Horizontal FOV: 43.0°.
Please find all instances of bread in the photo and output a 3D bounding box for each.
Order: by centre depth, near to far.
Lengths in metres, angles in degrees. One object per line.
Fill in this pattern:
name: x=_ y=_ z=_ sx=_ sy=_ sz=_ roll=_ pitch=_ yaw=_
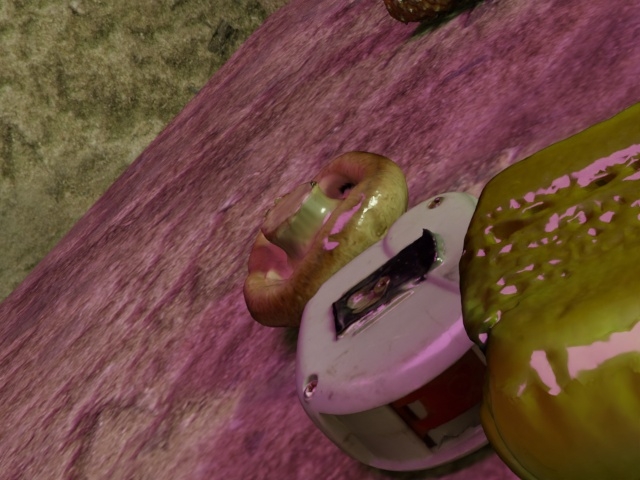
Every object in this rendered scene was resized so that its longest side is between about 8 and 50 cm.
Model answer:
bread: x=0.259 y=0.016 z=0.427 sx=0.377 sy=0.208 sz=0.251 roll=-24 pitch=28 yaw=25

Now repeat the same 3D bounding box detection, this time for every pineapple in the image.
pineapple: x=0.267 y=-0.543 z=1.678 sx=0.279 sy=0.157 sz=0.157 roll=-5 pitch=38 yaw=35

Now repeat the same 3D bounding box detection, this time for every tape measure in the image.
tape measure: x=0.098 y=0.076 z=0.729 sx=0.265 sy=0.130 sz=0.258 roll=-36 pitch=24 yaw=8

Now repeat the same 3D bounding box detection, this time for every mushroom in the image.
mushroom: x=0.000 y=0.000 z=1.018 sx=0.278 sy=0.146 sz=0.278 roll=-42 pitch=22 yaw=22
